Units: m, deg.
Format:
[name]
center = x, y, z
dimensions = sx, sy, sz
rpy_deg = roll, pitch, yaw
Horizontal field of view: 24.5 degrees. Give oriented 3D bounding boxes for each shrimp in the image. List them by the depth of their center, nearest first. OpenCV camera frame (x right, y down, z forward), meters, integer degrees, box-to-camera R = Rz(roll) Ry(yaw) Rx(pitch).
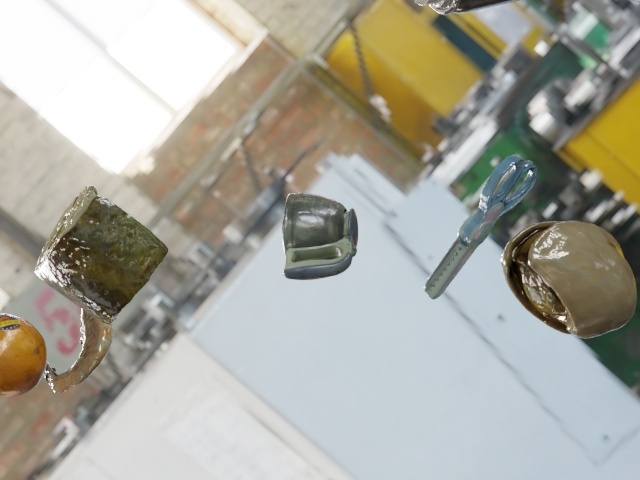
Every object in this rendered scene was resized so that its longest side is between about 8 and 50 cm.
[shrimp]
center = -0.375, 0.152, 2.298
dimensions = 0.152, 0.046, 0.219
rpy_deg = -44, 31, 24

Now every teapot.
[teapot]
center = 0.000, -0.011, 2.074
dimensions = 0.149, 0.108, 0.111
rpy_deg = -45, -47, -77

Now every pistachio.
[pistachio]
center = 0.342, 0.051, 1.999
dimensions = 0.137, 0.237, 0.153
rpy_deg = -2, 76, 46

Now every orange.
[orange]
center = -0.297, 0.109, 1.380
dimensions = 0.083, 0.083, 0.083
rpy_deg = -49, 3, 3

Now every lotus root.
[lotus root]
center = -0.274, 0.017, 1.824
dimensions = 0.138, 0.119, 0.235
rpy_deg = -60, 15, -12

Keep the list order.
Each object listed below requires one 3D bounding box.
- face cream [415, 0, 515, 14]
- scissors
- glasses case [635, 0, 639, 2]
[face cream]
center = 0.233, -0.330, 1.816
dimensions = 0.283, 0.073, 0.073
rpy_deg = -18, -16, -32
[scissors]
center = 0.237, -0.018, 2.232
dimensions = 0.256, 0.030, 0.125
rpy_deg = -55, -26, 14
[glasses case]
center = 0.496, -0.379, 2.175
dimensions = 0.114, 0.299, 0.060
rpy_deg = 61, -136, -83
